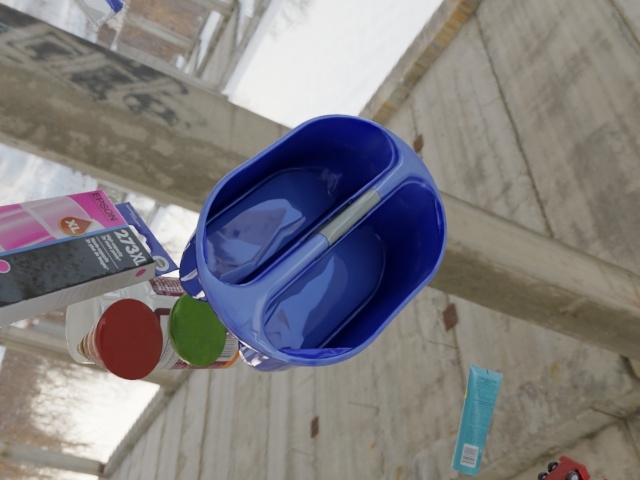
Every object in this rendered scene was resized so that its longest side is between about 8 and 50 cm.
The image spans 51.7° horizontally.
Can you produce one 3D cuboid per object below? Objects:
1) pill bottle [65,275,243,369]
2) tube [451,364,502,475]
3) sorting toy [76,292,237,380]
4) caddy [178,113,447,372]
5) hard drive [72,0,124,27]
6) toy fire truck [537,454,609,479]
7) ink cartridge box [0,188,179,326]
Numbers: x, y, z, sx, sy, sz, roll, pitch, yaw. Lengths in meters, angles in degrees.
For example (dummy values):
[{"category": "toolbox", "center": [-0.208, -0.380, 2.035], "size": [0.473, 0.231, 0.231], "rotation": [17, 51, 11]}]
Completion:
[{"category": "pill bottle", "center": [-0.373, 0.195, 1.562], "size": [0.224, 0.392, 0.224], "rotation": [-12, -106, 48]}, {"category": "tube", "center": [0.310, 0.358, 1.317], "size": [0.052, 0.080, 0.207], "rotation": [-1, -108, 63]}, {"category": "sorting toy", "center": [-0.260, 0.157, 1.113], "size": [0.126, 0.365, 0.127], "rotation": [-14, -97, 32]}, {"category": "caddy", "center": [0.000, 0.000, 0.774], "size": [0.341, 0.241, 0.179], "rotation": [-41, -179, -32]}, {"category": "hard drive", "center": [-0.317, -0.370, 0.641], "size": [0.040, 0.318, 0.210], "rotation": [-36, -145, 3]}, {"category": "toy fire truck", "center": [0.377, 0.406, 1.003], "size": [0.192, 0.135, 0.047], "rotation": [-35, -162, -19]}, {"category": "ink cartridge box", "center": [-0.404, 0.012, 1.079], "size": [0.176, 0.371, 0.069], "rotation": [50, -57, 15]}]
